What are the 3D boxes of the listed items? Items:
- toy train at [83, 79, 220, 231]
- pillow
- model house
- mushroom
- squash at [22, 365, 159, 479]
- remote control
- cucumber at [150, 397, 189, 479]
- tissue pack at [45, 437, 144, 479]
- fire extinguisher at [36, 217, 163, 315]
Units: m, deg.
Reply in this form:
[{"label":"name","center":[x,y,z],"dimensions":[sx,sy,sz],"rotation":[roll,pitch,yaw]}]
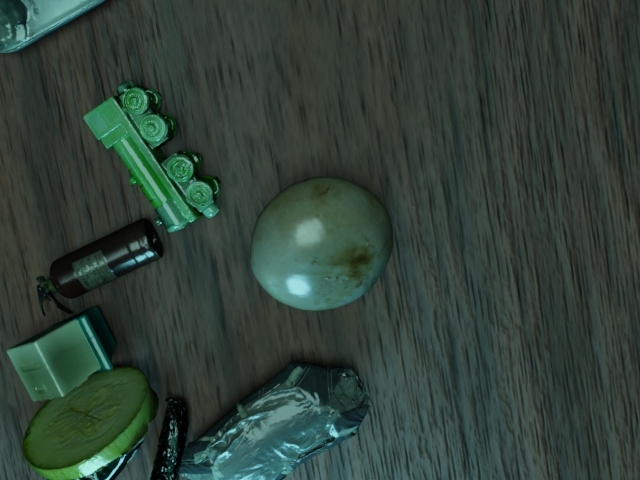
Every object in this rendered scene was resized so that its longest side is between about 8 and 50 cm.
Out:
[{"label":"toy train","center":[-0.260,-0.129,1.295],"dimensions":[0.119,0.085,0.251],"rotation":[-32,94,10]},{"label":"pillow","center":[-0.075,0.317,1.345],"dimensions":[0.335,0.092,0.161],"rotation":[-39,101,5]},{"label":"model house","center":[-0.399,0.178,1.317],"dimensions":[0.127,0.149,0.100],"rotation":[-17,103,47]},{"label":"mushroom","center":[0.000,0.000,1.270],"dimensions":[0.226,0.178,0.226],"rotation":[-6,129,-8]},{"label":"squash","center":[-0.364,0.280,1.284],"dimensions":[0.219,0.219,0.041],"rotation":[-18,119,3]},{"label":"remote control","center":[-0.426,-0.376,1.274],"dimensions":[0.247,0.052,0.104],"rotation":[-27,95,5]},{"label":"cucumber","center":[-0.252,0.349,1.374],"dimensions":[0.053,0.053,0.181],"rotation":[10,97,-1]},{"label":"tissue pack","center":[-0.376,0.370,1.352],"dimensions":[0.090,0.103,0.170],"rotation":[38,98,-2]},{"label":"fire extinguisher","center":[-0.364,0.053,1.329],"dimensions":[0.231,0.071,0.099],"rotation":[-27,124,5]}]
